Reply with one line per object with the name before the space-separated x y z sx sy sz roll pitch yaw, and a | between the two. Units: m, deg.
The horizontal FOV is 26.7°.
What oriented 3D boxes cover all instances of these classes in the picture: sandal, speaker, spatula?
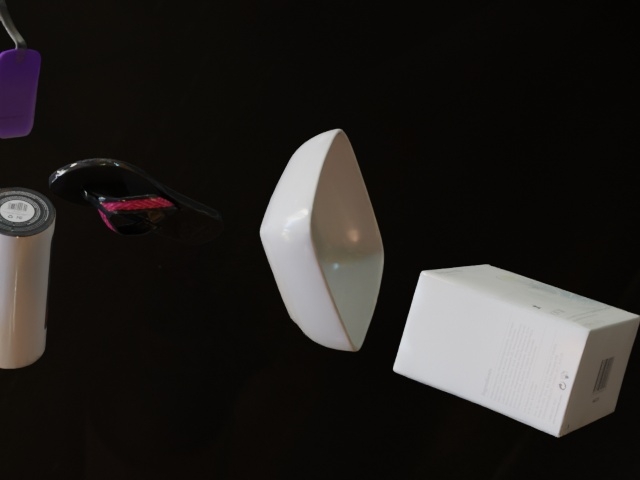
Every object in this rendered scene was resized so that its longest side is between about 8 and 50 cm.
sandal | -0.163 -0.027 1.232 0.179 0.067 0.040 23 48 -34
speaker | -0.225 0.030 0.985 0.055 0.055 0.136 8 130 -7
spatula | -0.329 -0.255 1.401 0.030 0.084 0.296 -2 98 21

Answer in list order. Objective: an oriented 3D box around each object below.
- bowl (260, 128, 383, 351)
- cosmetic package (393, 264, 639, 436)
bowl | 0.000 0.000 1.042 0.053 0.142 0.142 -6 126 20
cosmetic package | 0.247 0.127 1.673 0.224 0.224 0.138 18 100 26
